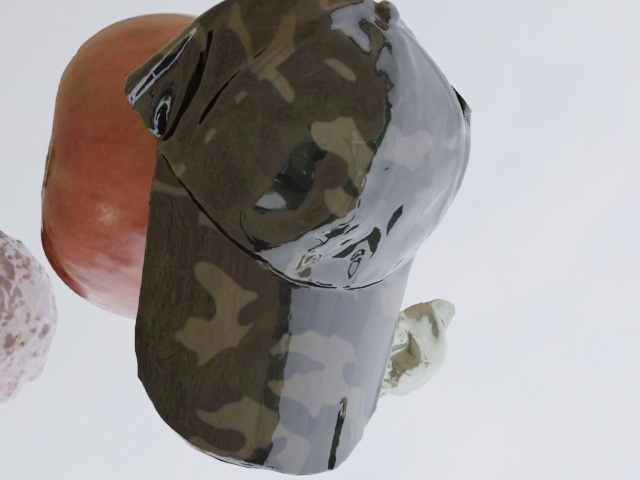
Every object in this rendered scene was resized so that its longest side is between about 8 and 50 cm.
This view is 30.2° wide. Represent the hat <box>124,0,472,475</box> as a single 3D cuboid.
[{"bbox_3d":[0.000,0.000,1.059,0.257,0.366,0.381,-41,-136,53],"label":"hat"}]

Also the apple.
[{"bbox_3d":[-0.148,-0.080,1.359,0.364,0.364,0.364,-39,-153,25],"label":"apple"}]

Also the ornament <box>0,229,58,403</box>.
[{"bbox_3d":[-0.470,0.106,1.583,0.259,0.225,0.259,-5,-96,56],"label":"ornament"}]

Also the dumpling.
[{"bbox_3d":[0.096,0.138,1.507,0.169,0.134,0.100,-30,-117,16],"label":"dumpling"}]
